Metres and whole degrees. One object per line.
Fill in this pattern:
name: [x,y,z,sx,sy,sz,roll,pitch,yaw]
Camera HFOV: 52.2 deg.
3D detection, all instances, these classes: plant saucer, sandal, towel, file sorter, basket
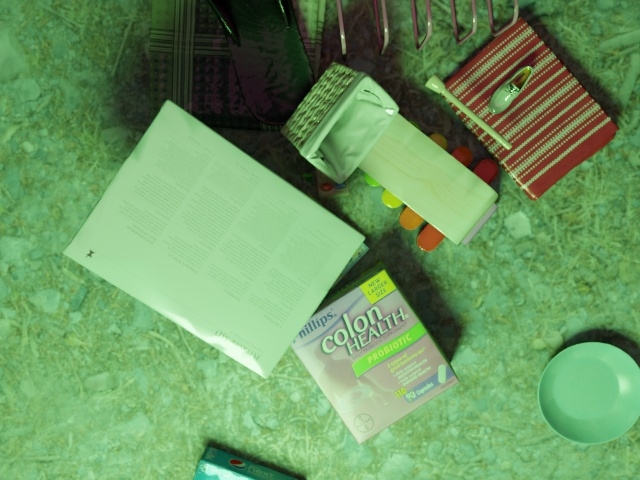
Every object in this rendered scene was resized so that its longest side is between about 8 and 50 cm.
plant saucer: [0.497,0.279,1.213,0.195,0.037,0.194,0,96,4]
sandal: [-0.122,-0.412,1.091,0.168,0.107,0.445,-23,95,8]
towel: [-0.152,-0.365,1.182,0.312,0.056,0.324,5,98,5]
towel: [0.372,-0.231,1.173,0.199,0.031,0.275,-41,91,8]
file sorter: [0.162,-0.414,1.082,0.291,0.202,0.182,-7,98,3]
basket: [0.028,-0.200,1.096,0.167,0.113,0.103,-53,49,5]

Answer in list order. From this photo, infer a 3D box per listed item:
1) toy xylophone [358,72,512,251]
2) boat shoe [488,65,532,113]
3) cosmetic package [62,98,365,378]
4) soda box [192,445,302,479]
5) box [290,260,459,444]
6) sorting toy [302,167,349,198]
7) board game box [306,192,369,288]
toy xylophone: [0.194,-0.140,1.164,0.236,0.081,0.322,-43,92,6]
boat shoe: [0.333,-0.264,1.140,0.035,0.035,0.100,44,98,0]
cosmetic package: [-0.164,0.001,1.052,0.377,0.097,0.284,35,90,-12]
soda box: [-0.136,0.471,1.248,0.210,0.067,0.071,21,97,1]
box: [0.091,0.198,1.185,0.214,0.117,0.243,-33,93,6]
sorting toy: [0.009,-0.109,1.211,0.083,0.012,0.062,-6,96,3]
board game box: [0.000,0.000,1.215,0.154,0.026,0.103,42,96,-2]
